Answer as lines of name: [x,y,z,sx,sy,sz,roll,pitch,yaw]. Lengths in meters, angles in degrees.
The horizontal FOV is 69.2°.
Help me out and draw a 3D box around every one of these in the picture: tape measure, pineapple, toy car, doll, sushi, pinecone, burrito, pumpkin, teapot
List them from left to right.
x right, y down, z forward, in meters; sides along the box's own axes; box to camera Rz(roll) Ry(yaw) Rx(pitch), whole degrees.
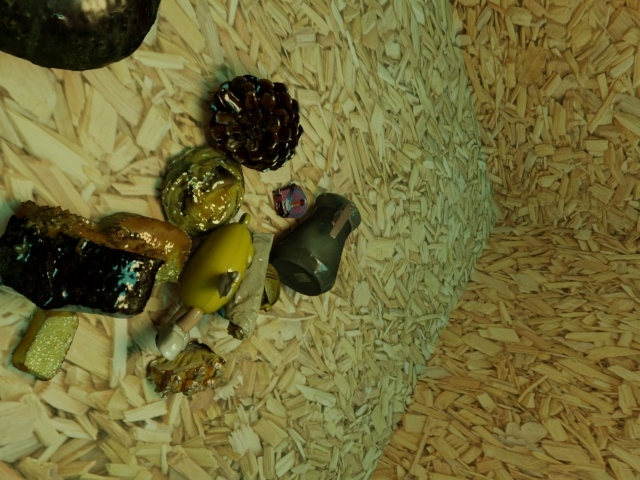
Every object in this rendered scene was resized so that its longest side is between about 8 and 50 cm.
pumpkin: [-0.518,-0.550,0.869,0.454,0.343,0.455,-2,94,-35]
sushi: [-0.528,0.046,1.004,0.234,0.348,0.208,132,-25,-89]
pineapple: [-0.395,0.386,1.406,0.236,0.186,0.115,-9,117,-3]
doll: [-0.326,0.140,1.310,0.161,0.348,0.423,36,107,-23]
burrito: [-0.226,0.127,1.437,0.076,0.117,0.392,68,22,-49]
toy car: [-0.226,0.172,1.549,0.248,0.142,0.201,-38,126,-37]
pinecone: [-0.185,-0.353,1.383,0.299,0.242,0.296,62,21,-9]
tape measure: [-0.108,-0.141,1.669,0.118,0.074,0.125,-19,109,-41]
teapot: [0.000,0.000,1.682,0.253,0.300,0.344,37,58,-10]

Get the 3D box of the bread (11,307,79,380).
bread: [-0.661,0.248,1.119,0.103,0.065,0.188,39,70,-53]

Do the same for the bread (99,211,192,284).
bread: [-0.470,0.023,1.235,0.250,0.133,0.179,19,81,-51]

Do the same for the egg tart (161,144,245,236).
egg tart: [-0.329,-0.139,1.373,0.297,0.132,0.297,-20,118,-42]
